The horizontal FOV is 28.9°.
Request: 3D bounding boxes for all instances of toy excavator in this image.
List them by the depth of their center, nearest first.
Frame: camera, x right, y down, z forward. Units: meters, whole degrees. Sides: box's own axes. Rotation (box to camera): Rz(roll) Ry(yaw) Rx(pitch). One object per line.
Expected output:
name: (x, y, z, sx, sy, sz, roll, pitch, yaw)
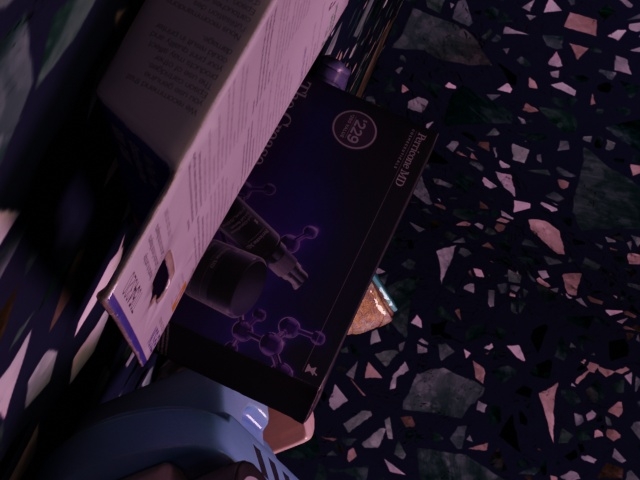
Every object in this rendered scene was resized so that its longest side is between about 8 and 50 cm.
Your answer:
toy excavator: (-0.100, 0.207, 1.187, 0.433, 0.222, 0.445, 52, 21, -47)

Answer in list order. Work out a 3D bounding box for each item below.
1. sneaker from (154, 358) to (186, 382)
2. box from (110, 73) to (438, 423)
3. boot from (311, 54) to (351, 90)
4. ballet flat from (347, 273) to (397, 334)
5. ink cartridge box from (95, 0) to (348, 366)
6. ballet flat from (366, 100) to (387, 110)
sneaker: (-0.116, 0.107, 1.692, 0.447, 0.169, 0.257, 115, -12, -71)
box: (-0.036, -0.007, 1.056, 0.103, 0.184, 0.261, 114, 1, -64)
boot: (0.016, -0.209, 1.743, 0.086, 0.069, 0.190, -62, 177, 6)
ballet flat: (0.000, 0.000, 1.835, 0.123, 0.348, 0.123, -22, -153, 12)
ink cartridge box: (-0.066, -0.094, 0.777, 0.330, 0.071, 0.324, -61, 179, -13)
ballet flat: (-0.023, -0.040, 1.336, 0.483, 0.182, 0.164, -63, 150, -64)
